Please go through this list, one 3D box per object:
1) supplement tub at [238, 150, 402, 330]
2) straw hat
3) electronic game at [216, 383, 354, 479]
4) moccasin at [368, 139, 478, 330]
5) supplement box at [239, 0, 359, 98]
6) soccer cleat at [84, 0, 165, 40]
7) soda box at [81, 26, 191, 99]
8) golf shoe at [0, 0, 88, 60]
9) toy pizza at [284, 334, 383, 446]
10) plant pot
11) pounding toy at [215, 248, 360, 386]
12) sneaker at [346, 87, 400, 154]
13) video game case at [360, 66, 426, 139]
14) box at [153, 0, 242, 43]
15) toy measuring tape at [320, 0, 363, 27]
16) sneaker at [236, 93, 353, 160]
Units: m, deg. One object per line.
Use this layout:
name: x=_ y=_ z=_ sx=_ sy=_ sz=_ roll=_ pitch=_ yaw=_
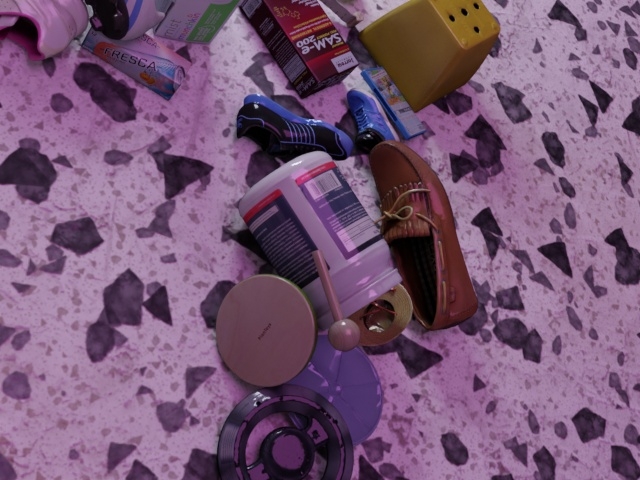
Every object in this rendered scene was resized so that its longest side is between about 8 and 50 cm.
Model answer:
supplement tub: x=0.000 y=0.000 z=1.683 sx=0.191 sy=0.191 sz=0.272 roll=-29 pitch=85 yaw=-38
straw hat: x=0.111 y=0.144 z=1.761 sx=0.061 sy=0.144 sz=0.144 roll=61 pitch=36 yaw=-48
electronic game: x=-0.054 y=0.346 z=1.559 sx=0.229 sy=0.048 sz=0.229 roll=6 pitch=72 yaw=-19
moccasin: x=0.172 y=-0.011 z=1.845 sx=0.147 sy=0.139 sz=0.380 roll=-8 pitch=81 yaw=-44
supplement box: x=-0.044 y=-0.415 z=1.934 sx=0.130 sy=0.073 sz=0.239 roll=-32 pitch=88 yaw=-39
soccer cleat: x=-0.345 y=-0.505 z=1.625 sx=0.143 sy=0.116 sz=0.331 roll=-33 pitch=124 yaw=-47
soda box: x=-0.327 y=-0.331 z=1.723 sx=0.183 sy=0.058 sz=0.063 roll=31 pitch=54 yaw=-16
golf shoe: x=-0.538 y=-0.420 z=1.601 sx=0.306 sy=0.115 sz=0.140 roll=35 pitch=57 yaw=-12
toy pizza: x=0.018 y=0.261 z=1.670 sx=0.201 sy=0.032 sz=0.201 roll=13 pitch=62 yaw=-25
plant pot: x=0.251 y=-0.434 z=2.057 sx=0.212 sy=0.187 sz=0.212 roll=-33 pitch=87 yaw=-39
pounding toy: x=-0.048 y=0.136 z=1.602 sx=0.110 sy=0.237 sz=0.183 roll=4 pitch=63 yaw=-65
sneaker: x=0.092 y=-0.232 z=1.939 sx=0.152 sy=0.058 sz=0.084 roll=55 pitch=43 yaw=-6
video game case: x=0.152 y=-0.285 z=2.000 sx=0.166 sy=0.015 sz=0.119 roll=56 pitch=26 yaw=2
box: x=-0.217 y=-0.529 z=1.759 sx=0.127 sy=0.262 sz=0.231 roll=3 pitch=65 yaw=-32
toy measuring tape: x=-0.030 y=-0.580 z=2.007 sx=0.330 sy=0.121 sz=0.121 roll=34 pitch=53 yaw=-26
sneaker: x=-0.051 y=-0.188 z=1.819 sx=0.232 sy=0.081 sz=0.090 roll=22 pitch=60 yaw=-14
